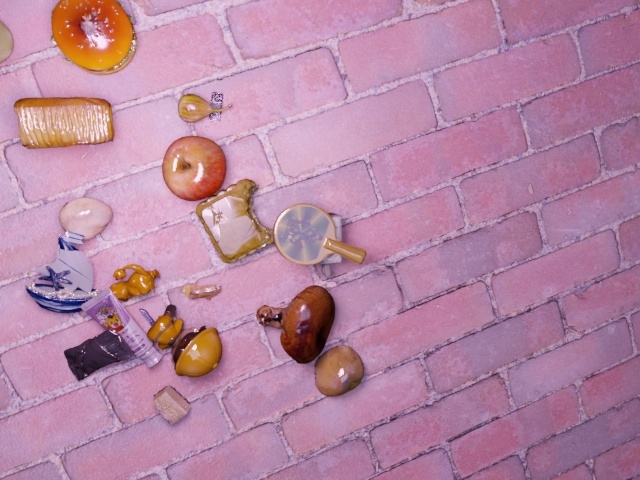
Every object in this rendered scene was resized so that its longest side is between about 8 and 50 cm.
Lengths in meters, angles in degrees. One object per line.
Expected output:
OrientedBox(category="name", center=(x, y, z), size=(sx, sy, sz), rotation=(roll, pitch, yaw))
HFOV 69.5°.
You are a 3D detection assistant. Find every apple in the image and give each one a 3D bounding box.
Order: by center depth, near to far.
OrientedBox(category="apple", center=(-0.399, -0.231, 1.467), size=(0.209, 0.164, 0.210), rotation=(0, 90, 10))

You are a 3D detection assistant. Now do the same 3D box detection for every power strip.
OrientedBox(category="power strip", center=(-0.004, 0.020, 1.599), size=(0.140, 0.139, 0.225), rotation=(-3, 98, -12))

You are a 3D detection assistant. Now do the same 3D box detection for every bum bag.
OrientedBox(category="bum bag", center=(-0.737, 0.376, 1.514), size=(0.248, 0.060, 0.123), rotation=(-29, 105, 11))

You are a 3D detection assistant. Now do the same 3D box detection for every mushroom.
OrientedBox(category="mushroom", center=(-0.734, -0.076, 1.446), size=(0.154, 0.123, 0.154), rotation=(-19, 142, -15))
OrientedBox(category="mushroom", center=(-0.055, 0.268, 1.607), size=(0.267, 0.267, 0.254), rotation=(-40, 70, -4))

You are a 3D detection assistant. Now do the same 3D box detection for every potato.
OrientedBox(category="potato", center=(-0.525, 0.575, 1.615), size=(0.086, 0.061, 0.122), rotation=(-39, 103, -1))
OrientedBox(category="potato", center=(0.076, 0.501, 1.700), size=(0.202, 0.117, 0.182), rotation=(-35, 106, -5))

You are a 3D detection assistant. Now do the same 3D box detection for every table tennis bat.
OrientedBox(category="table tennis bat", center=(0.000, 0.000, 1.505), size=(0.320, 0.050, 0.199), rotation=(22, 92, -9))

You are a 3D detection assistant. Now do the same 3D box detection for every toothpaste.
OrientedBox(category="toothpaste", center=(-0.645, 0.295, 1.526), size=(0.114, 0.073, 0.299), rotation=(-33, 110, 6))

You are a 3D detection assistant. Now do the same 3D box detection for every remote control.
OrientedBox(category="remote control", center=(-0.345, -0.440, 1.525), size=(0.039, 0.014, 0.096), rotation=(7, 96, -9))

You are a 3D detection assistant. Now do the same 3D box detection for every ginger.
OrientedBox(category="ginger", center=(-0.412, 0.176, 1.589), size=(0.137, 0.044, 0.058), rotation=(1, 80, -13))

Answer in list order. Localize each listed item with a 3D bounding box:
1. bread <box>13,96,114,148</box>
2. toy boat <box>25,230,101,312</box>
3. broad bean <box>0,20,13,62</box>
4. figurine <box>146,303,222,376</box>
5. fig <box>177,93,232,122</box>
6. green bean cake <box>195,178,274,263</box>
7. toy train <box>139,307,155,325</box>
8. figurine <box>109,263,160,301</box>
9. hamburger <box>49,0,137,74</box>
OrientedBox(category="bread", center=(-0.741, -0.349, 1.349), size=(0.253, 0.227, 0.143), rotation=(-7, 107, -10))
OrientedBox(category="toy boat", center=(-0.815, 0.109, 1.444), size=(0.210, 0.070, 0.292), rotation=(-12, 124, -14))
OrientedBox(category="broad bean", center=(-1.018, -0.586, 1.327), size=(0.227, 0.100, 0.169), rotation=(-7, 106, -12))
OrientedBox(category="figurine", center=(-0.453, 0.350, 1.544), size=(0.256, 0.167, 0.192), rotation=(32, 104, -12))
OrientedBox(category="fig", center=(-0.375, -0.431, 1.471), size=(0.166, 0.093, 0.093), rotation=(-10, 100, 7))
OrientedBox(category="green bean cake", center=(-0.272, -0.064, 1.539), size=(0.232, 0.124, 0.236), rotation=(-29, 102, -6))
OrientedBox(category="toy train", center=(-0.589, 0.262, 1.577), size=(0.017, 0.017, 0.083), rotation=(-35, 104, -7))
OrientedBox(category="figurine", center=(-0.627, 0.137, 1.503), size=(0.176, 0.121, 0.122), rotation=(-26, 128, 15))
OrientedBox(category="hamburger", center=(-0.670, -0.615, 1.355), size=(0.245, 0.170, 0.246), rotation=(-2, 100, -13))
